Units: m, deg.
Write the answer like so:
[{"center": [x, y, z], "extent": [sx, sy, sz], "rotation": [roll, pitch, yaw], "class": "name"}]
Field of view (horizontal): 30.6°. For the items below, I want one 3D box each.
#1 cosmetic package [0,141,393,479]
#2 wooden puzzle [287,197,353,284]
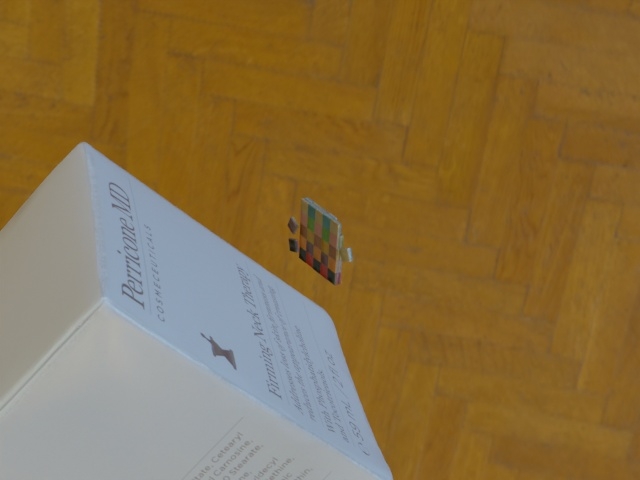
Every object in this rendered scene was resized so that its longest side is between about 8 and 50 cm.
[{"center": [-0.196, 0.180, 1.263], "extent": [0.393, 0.329, 0.327], "rotation": [37, 106, -30], "class": "cosmetic package"}, {"center": [0.000, 0.000, 0.846], "extent": [0.006, 0.083, 0.049], "rotation": [-14, 121, -30], "class": "wooden puzzle"}]
